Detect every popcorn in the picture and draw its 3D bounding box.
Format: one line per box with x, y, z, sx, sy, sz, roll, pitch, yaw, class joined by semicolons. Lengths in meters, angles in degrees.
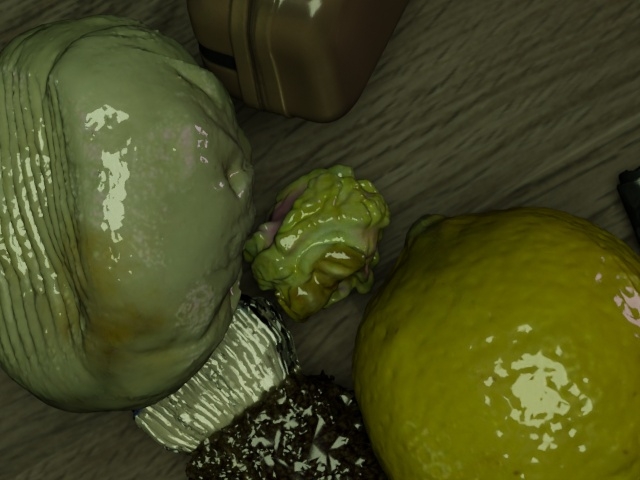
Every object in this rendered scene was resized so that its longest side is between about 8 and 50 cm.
0.000;0.000;1.747;0.145;0.125;0.126;-34;77;-20;popcorn

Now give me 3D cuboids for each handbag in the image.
0.004;-0.244;1.683;0.149;0.283;0.301;16;62;16;handbag

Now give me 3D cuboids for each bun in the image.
-0.181;-0.026;1.655;0.219;0.365;0.365;-6;88;-31;bun

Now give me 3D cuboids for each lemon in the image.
0.185;0.137;1.648;0.336;0.336;0.336;0;88;0;lemon

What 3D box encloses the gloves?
-0.038;0.217;1.732;0.210;0.135;0.312;-43;91;-8;gloves

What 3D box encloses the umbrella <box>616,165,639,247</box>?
0.341;0.041;1.779;0.066;0.059;0.235;-13;90;22;umbrella
